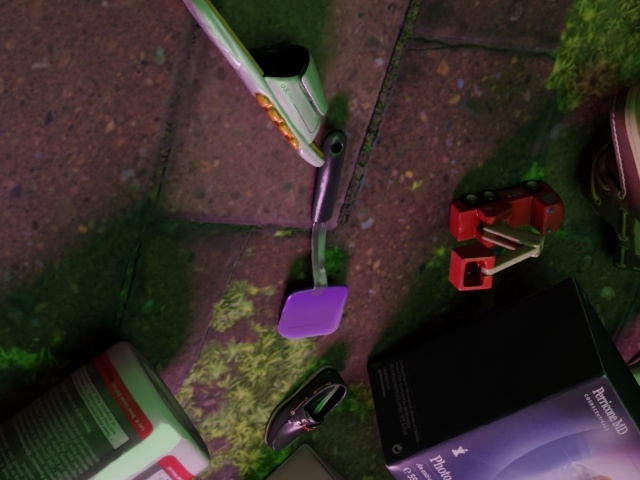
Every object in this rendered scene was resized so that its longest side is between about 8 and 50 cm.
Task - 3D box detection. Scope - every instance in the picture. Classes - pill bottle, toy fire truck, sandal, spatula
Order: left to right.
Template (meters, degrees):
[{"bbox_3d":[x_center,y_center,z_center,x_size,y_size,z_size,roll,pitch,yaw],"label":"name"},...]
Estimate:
[{"bbox_3d":[-0.298,0.270,1.659,0.319,0.176,0.176,-35,130,-4],"label":"pill bottle"},{"bbox_3d":[-0.047,-0.183,1.550,0.076,0.102,0.265,-37,128,1],"label":"sandal"},{"bbox_3d":[0.000,0.000,1.738,0.084,0.030,0.296,-7,123,-21],"label":"spatula"},{"bbox_3d":[0.224,-0.009,1.784,0.192,0.135,0.047,-12,125,-21],"label":"toy fire truck"}]

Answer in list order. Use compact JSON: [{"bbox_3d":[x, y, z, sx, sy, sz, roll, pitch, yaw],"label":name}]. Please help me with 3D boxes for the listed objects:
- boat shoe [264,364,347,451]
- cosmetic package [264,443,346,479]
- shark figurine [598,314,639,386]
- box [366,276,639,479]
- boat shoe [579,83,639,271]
[{"bbox_3d":[-0.020,0.217,1.862,0.133,0.042,0.049,-48,131,9],"label":"boat shoe"},{"bbox_3d":[0.028,0.424,1.971,0.160,0.113,0.309,-44,131,-1],"label":"cosmetic package"},{"bbox_3d":[0.437,0.167,2.041,0.278,0.116,0.166,-11,91,-31],"label":"shark figurine"},{"bbox_3d":[0.260,0.244,1.884,0.294,0.182,0.296,-26,131,14],"label":"box"},{"bbox_3d":[0.380,-0.064,1.835,0.342,0.123,0.123,59,40,-52],"label":"boat shoe"}]
